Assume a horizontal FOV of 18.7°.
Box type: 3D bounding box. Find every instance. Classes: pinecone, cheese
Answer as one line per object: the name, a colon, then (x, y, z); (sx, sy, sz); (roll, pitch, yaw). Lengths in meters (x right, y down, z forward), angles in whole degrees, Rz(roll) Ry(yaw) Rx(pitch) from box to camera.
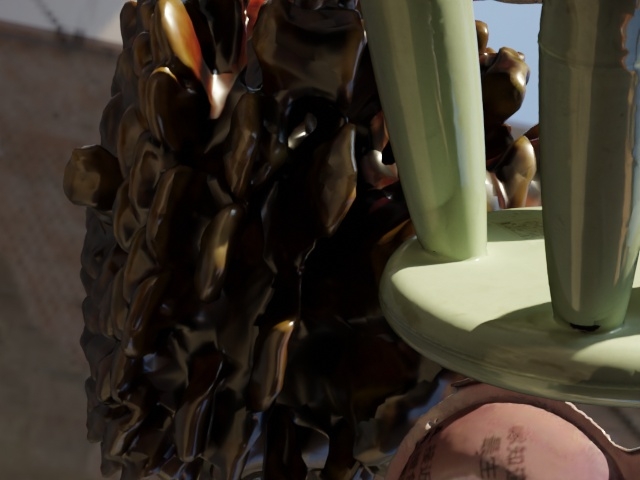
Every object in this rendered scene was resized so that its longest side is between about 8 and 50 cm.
pinecone: (0.000, 0.000, 1.272); (0.398, 0.397, 0.398); (-171, -90, -66)
cheese: (0.071, 0.176, 1.038); (0.286, 0.074, 0.189); (-25, -108, 39)

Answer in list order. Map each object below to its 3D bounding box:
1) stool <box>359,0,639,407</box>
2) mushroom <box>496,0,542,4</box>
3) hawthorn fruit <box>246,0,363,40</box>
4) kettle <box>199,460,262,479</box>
stool: (0.127, -0.054, 0.812); (0.195, 0.195, 0.199); (29, -60, 55)
mushroom: (0.164, -0.286, 1.435); (0.226, 0.178, 0.226); (-17, -117, 37)
hawthorn fruit: (-0.005, -0.118, 1.612); (0.262, 0.258, 0.258); (-114, -140, -54)
kettle: (-0.089, 0.161, 1.986); (0.232, 0.202, 0.144); (-144, -122, -73)
